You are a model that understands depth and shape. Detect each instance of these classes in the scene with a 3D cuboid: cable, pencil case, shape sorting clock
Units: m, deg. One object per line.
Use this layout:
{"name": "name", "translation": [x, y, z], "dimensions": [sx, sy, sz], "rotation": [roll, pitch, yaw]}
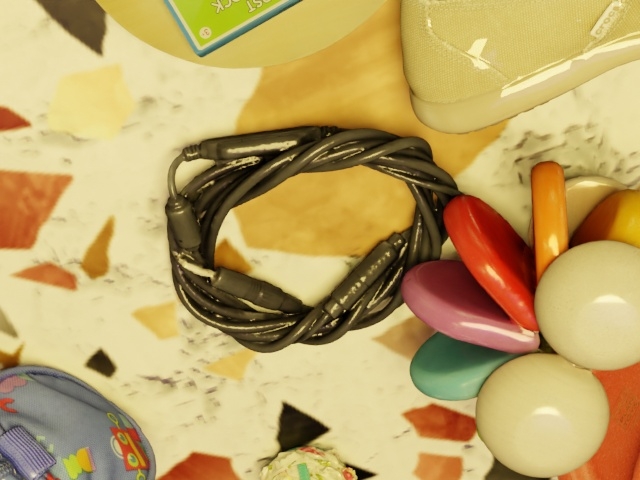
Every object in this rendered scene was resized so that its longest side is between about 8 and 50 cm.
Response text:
{"name": "cable", "translation": [0.000, 0.000, 0.823], "dimensions": [0.185, 0.047, 0.150], "rotation": [-8, 118, -5]}
{"name": "pencil case", "translation": [-0.233, 0.222, 0.857], "dimensions": [0.119, 0.133, 0.306], "rotation": [41, 107, 11]}
{"name": "shape sorting clock", "translation": [-0.038, -0.190, 0.724], "dimensions": [0.206, 0.040, 0.206], "rotation": [-5, 116, -10]}

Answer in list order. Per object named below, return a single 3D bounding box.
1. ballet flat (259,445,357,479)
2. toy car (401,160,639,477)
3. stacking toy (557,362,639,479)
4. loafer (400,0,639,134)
{"name": "ballet flat", "translation": [0.012, 0.249, 0.934], "dimensions": [0.091, 0.077, 0.241], "rotation": [-20, 118, 2]}
{"name": "toy car", "translation": [0.118, 0.037, 0.801], "dimensions": [0.136, 0.159, 0.182], "rotation": [23, 112, -4]}
{"name": "stacking toy", "translation": [0.282, 0.079, 0.780], "dimensions": [0.130, 0.279, 0.309], "rotation": [16, 114, -22]}
{"name": "loafer", "translation": [0.160, -0.151, 0.738], "dimensions": [0.269, 0.102, 0.092], "rotation": [-28, 123, 7]}
